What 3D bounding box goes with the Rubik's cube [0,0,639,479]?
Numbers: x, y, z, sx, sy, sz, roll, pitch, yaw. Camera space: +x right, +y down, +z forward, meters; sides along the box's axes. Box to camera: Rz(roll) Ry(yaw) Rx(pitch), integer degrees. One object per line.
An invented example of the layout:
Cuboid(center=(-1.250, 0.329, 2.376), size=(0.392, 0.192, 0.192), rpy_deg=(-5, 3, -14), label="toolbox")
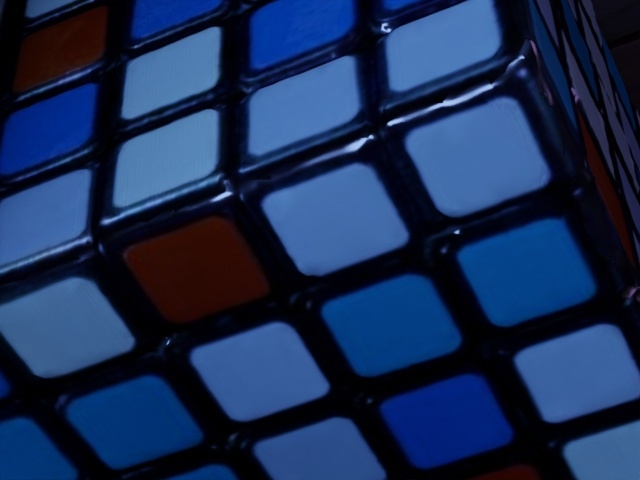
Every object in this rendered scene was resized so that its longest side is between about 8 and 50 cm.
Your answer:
Cuboid(center=(0.000, 0.000, 0.500), size=(0.184, 0.182, 0.187), rpy_deg=(-91, 156, -52), label="Rubik's cube")
